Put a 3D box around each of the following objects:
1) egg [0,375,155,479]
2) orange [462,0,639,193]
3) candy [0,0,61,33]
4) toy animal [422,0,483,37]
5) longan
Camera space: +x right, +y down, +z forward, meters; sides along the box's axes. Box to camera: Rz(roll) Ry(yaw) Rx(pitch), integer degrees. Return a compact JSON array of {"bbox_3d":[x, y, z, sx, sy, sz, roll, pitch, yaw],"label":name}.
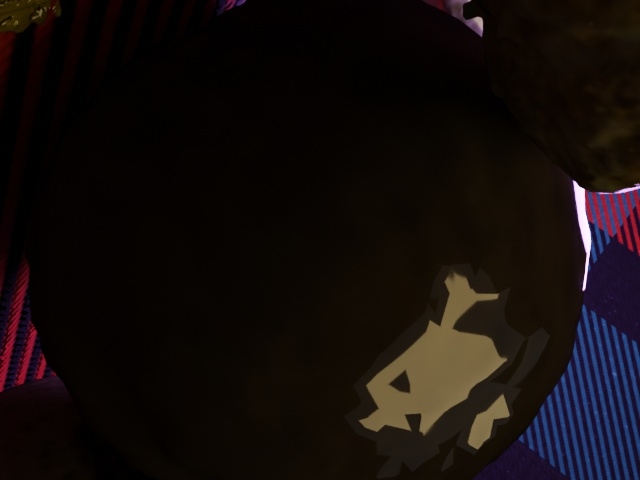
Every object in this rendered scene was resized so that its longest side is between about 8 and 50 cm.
[{"bbox_3d":[-0.234,0.302,0.662,0.345,0.345,0.428,-51,-177,-13],"label":"egg"},{"bbox_3d":[0.183,-0.208,0.320,0.271,0.210,0.369,-51,169,-39],"label":"orange"},{"bbox_3d":[-0.140,-0.162,0.227,0.187,0.081,0.297,-44,178,-43],"label":"candy"},{"bbox_3d":[0.190,-0.334,1.001,0.188,0.266,0.308,-43,-139,38],"label":"toy animal"},{"bbox_3d":[0.004,0.008,0.554,0.436,0.404,0.404,-44,167,-47],"label":"longan"}]
